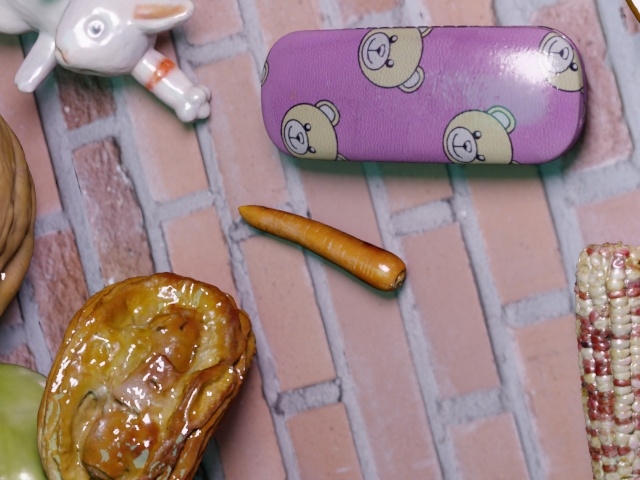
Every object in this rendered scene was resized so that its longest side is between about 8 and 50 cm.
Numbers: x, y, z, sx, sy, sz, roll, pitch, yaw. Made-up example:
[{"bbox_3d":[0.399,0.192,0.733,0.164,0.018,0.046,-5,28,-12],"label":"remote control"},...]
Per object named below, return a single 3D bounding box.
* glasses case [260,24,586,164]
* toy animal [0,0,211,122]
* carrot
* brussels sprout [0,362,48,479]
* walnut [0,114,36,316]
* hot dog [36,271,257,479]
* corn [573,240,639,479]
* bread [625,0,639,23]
[{"bbox_3d":[0.087,-0.131,1.630,0.316,0.076,0.123,2,97,28],"label":"glasses case"},{"bbox_3d":[-0.233,-0.215,1.757,0.282,0.138,0.140,43,145,22],"label":"toy animal"},{"bbox_3d":[0.000,0.000,1.721,0.190,0.037,0.037,25,107,28],"label":"carrot"},{"bbox_3d":[-0.343,0.261,1.818,0.316,0.242,0.274,-23,87,34],"label":"brussels sprout"},{"bbox_3d":[-0.436,-0.014,1.788,0.332,0.333,0.333,4,98,28],"label":"walnut"},{"bbox_3d":[-0.166,0.142,1.699,0.175,0.259,0.114,18,149,8],"label":"hot dog"},{"bbox_3d":[0.262,0.117,1.566,0.079,0.079,0.237,-2,95,29],"label":"corn"},{"bbox_3d":[0.339,-0.130,1.460,0.077,0.138,0.361,-33,80,25],"label":"bread"}]
